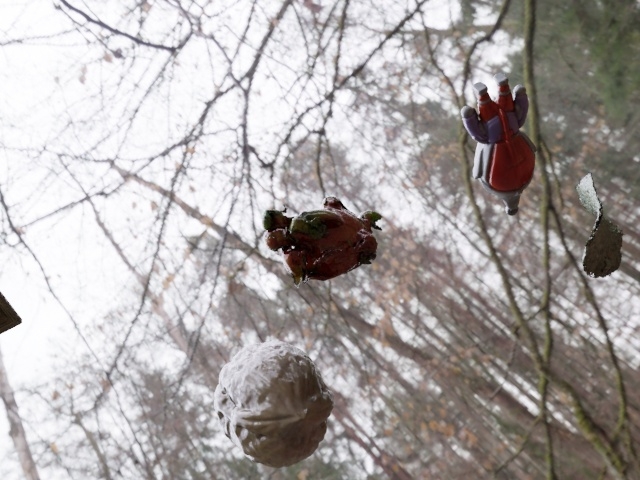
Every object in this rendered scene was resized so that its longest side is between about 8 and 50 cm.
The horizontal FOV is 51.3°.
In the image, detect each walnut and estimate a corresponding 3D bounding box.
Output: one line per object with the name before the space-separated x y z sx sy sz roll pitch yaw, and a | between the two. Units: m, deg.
walnut | -0.064 0.238 0.968 0.178 0.230 0.178 1 -93 -22

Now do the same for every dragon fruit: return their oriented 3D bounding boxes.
dragon fruit | 0.000 0.000 0.934 0.175 0.138 0.142 27 -110 -42

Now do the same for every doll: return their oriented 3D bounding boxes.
doll | 0.261 -0.126 0.952 0.102 0.075 0.228 -24 -54 0

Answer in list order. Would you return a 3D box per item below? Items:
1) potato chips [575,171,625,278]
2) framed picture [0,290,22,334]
potato chips | 0.438 -0.029 1.057 0.059 0.228 0.167 -17 -62 28
framed picture | -0.402 0.066 0.561 0.231 0.010 0.173 -29 -50 -12
